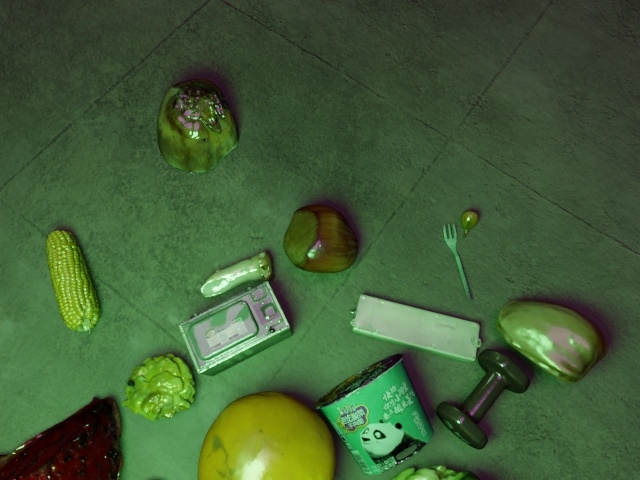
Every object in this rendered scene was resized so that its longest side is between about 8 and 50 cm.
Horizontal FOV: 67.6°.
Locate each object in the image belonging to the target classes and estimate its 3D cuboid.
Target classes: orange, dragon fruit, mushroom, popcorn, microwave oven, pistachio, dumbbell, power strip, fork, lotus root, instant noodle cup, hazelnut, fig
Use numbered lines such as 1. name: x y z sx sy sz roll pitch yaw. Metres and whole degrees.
1. orange: -0.119 0.492 1.055 0.311 0.312 0.313 1 69 -1
2. dragon fruit: -0.618 0.568 1.118 0.329 0.286 0.228 -26 104 11
3. mushroom: -0.229 0.101 1.327 0.209 0.071 0.085 -21 103 -6
4. popcorn: -0.400 0.364 1.178 0.173 0.142 0.174 3 67 -6
5. microwave oven: -0.210 0.224 1.214 0.240 0.194 0.145 -26 70 -8
6. pistachio: 0.604 0.240 1.252 0.260 0.163 0.212 38 51 26
7. dumbbell: 0.406 0.394 1.196 0.140 0.124 0.225 43 74 4
8. power strip: 0.250 0.236 1.298 0.366 0.043 0.106 14 69 4
9. fork: 0.396 0.065 1.381 0.039 0.021 0.236 -9 71 -1
10. lotus root: -0.378 -0.359 1.446 0.271 0.192 0.273 3 67 -8
11. instant noodle cup: 0.136 0.414 1.133 0.251 0.251 0.190 -28 81 -12
12. hazelnut: -0.003 0.007 1.318 0.186 0.210 0.210 -30 71 13
13. fig: 0.435 -0.049 1.411 0.050 0.050 0.084 18 80 6

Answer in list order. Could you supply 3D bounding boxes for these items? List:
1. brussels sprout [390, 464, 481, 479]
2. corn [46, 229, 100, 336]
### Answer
1. brussels sprout: 0.218 0.659 1.012 0.370 0.276 0.315 -7 66 -3
2. corn: -0.671 0.109 1.292 0.101 0.101 0.311 -22 71 -10
